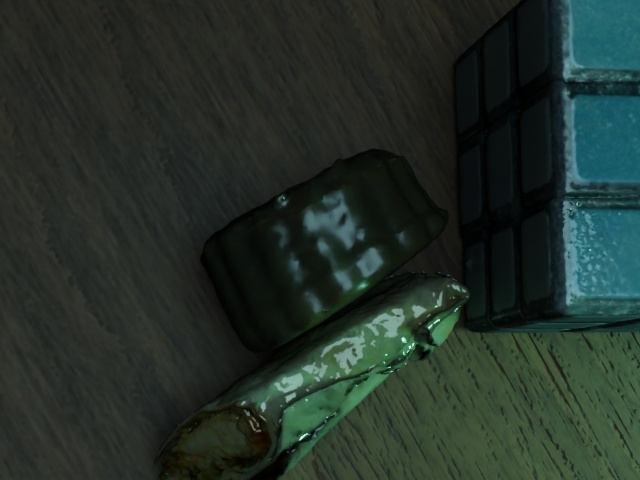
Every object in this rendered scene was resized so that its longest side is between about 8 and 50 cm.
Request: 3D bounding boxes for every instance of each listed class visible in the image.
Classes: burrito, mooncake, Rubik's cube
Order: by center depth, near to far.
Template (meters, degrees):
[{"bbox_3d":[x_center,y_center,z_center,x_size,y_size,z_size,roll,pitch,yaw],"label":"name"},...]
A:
[{"bbox_3d":[0.000,0.000,1.219,0.228,0.228,0.124,-32,89,-12],"label":"mooncake"},{"bbox_3d":[-0.015,0.143,1.223,0.347,0.175,0.107,-36,78,-11],"label":"burrito"},{"bbox_3d":[0.309,-0.064,1.239,0.301,0.304,0.305,-1,82,-10],"label":"Rubik's cube"}]
